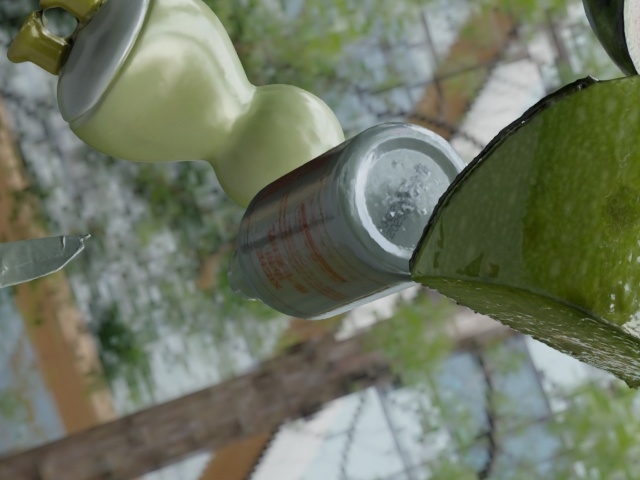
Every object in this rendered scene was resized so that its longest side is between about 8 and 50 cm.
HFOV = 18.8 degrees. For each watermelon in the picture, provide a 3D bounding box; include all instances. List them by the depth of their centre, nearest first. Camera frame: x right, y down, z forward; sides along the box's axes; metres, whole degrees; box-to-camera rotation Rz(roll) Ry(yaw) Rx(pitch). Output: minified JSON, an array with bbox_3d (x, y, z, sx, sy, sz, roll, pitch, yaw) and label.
[{"bbox_3d":[0.242,-0.156,1.363,0.135,0.094,0.125,55,6,-17],"label":"watermelon"}]

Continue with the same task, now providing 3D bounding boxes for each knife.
[{"bbox_3d":[-0.304,0.038,1.364,0.017,0.298,0.047,93,-24,-51],"label":"knife"}]

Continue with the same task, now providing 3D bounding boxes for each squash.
[{"bbox_3d":[0.170,0.004,1.074,0.184,0.192,0.085,-56,-155,23],"label":"squash"}]

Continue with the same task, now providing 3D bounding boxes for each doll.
[{"bbox_3d":[-0.096,-0.105,1.496,0.296,0.141,0.117,31,6,-23],"label":"doll"}]

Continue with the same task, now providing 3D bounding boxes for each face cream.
[{"bbox_3d":[0.000,0.000,1.260,0.252,0.101,0.101,-25,-96,61],"label":"face cream"}]
